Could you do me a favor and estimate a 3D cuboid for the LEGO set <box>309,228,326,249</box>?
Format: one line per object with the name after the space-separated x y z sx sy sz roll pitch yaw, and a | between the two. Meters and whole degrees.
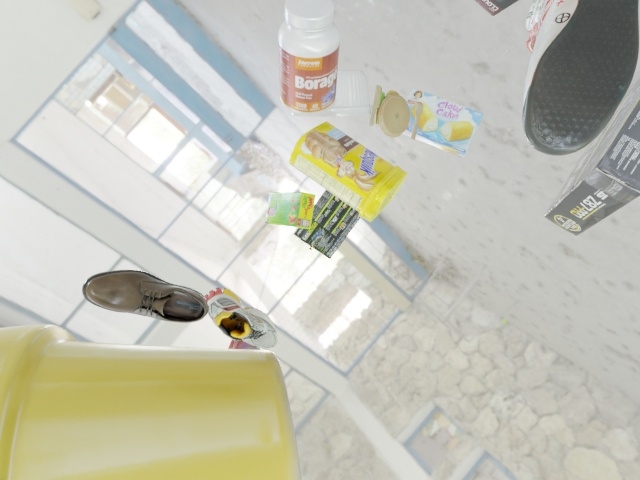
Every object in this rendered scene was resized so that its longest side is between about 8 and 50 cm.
-0.001 0.002 1.327 0.023 0.083 0.054 30 139 9 | LEGO set

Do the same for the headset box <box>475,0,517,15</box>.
0.327 -0.549 0.894 0.218 0.110 0.293 27 165 -21 | headset box

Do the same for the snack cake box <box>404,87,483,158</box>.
0.414 -0.412 1.778 0.264 0.152 0.089 25 -176 15 | snack cake box

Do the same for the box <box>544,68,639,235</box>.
0.616 -0.223 0.993 0.097 0.395 0.318 33 174 15 | box

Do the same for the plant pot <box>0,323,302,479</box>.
-0.140 0.179 0.362 0.254 0.239 0.254 175 90 -78 | plant pot

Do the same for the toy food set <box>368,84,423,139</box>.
0.211 -0.368 1.482 0.192 0.132 0.038 10 -176 -36 | toy food set

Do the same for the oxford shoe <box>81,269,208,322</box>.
-0.314 0.103 0.929 0.227 0.083 0.096 11 179 -21 | oxford shoe

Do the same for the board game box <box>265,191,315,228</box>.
-0.085 -0.083 1.373 0.043 0.092 0.181 9 180 -33 | board game box

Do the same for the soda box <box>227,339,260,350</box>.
-0.225 0.359 1.407 0.083 0.092 0.263 2 -165 1 | soda box

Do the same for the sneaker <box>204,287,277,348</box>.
-0.177 0.200 1.155 0.225 0.088 0.093 41 -169 -41 | sneaker

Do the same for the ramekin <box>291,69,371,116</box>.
0.027 -0.378 1.300 0.207 0.109 0.207 -1 -164 0 | ramekin

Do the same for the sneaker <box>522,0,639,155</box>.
0.270 -0.204 0.551 0.090 0.270 0.145 15 176 7 | sneaker

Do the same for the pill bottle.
-0.024 -0.368 1.012 0.121 0.121 0.216 40 153 23 | pill bottle

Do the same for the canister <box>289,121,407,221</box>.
0.046 -0.120 0.852 0.170 0.073 0.126 35 -142 8 | canister

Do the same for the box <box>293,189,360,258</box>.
0.028 -0.053 1.619 0.045 0.191 0.184 37 -178 42 | box
